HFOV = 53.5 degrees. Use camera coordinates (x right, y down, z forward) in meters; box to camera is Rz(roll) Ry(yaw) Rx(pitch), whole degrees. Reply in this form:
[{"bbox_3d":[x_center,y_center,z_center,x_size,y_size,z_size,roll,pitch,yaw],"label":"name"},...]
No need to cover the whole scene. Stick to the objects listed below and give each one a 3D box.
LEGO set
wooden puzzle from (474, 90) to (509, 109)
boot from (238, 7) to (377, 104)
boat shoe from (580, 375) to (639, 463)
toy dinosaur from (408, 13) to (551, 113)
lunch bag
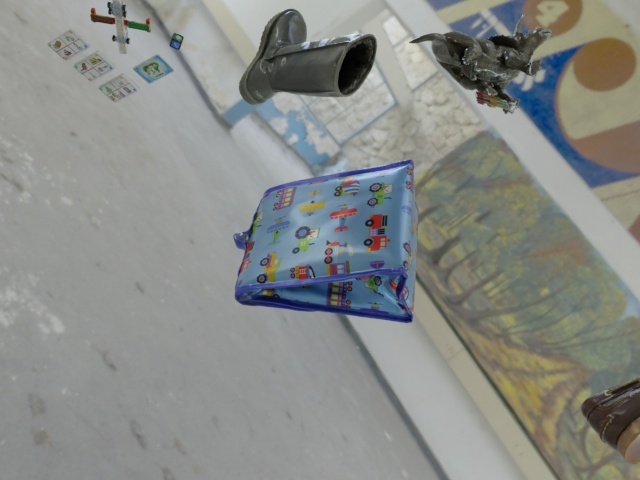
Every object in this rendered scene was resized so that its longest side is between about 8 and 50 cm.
[{"bbox_3d":[-0.391,-0.389,1.265,0.182,0.244,0.060,43,42,-41],"label":"LEGO set"},{"bbox_3d":[0.264,-0.216,0.978,0.049,0.006,0.083,16,26,2],"label":"wooden puzzle"},{"bbox_3d":[-0.009,-0.271,0.902,0.076,0.189,0.209,34,-22,-36],"label":"boot"},{"bbox_3d":[0.362,0.145,0.631,0.073,0.207,0.073,-127,-158,-59],"label":"boat shoe"},{"bbox_3d":[0.268,-0.307,1.096,0.160,0.314,0.121,-119,-149,-46],"label":"toy dinosaur"},{"bbox_3d":[0.000,0.000,0.999,0.138,0.293,0.220,74,20,-50],"label":"lunch bag"}]
